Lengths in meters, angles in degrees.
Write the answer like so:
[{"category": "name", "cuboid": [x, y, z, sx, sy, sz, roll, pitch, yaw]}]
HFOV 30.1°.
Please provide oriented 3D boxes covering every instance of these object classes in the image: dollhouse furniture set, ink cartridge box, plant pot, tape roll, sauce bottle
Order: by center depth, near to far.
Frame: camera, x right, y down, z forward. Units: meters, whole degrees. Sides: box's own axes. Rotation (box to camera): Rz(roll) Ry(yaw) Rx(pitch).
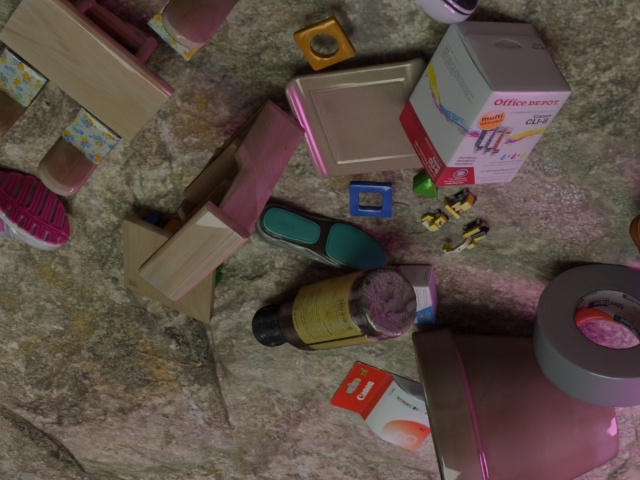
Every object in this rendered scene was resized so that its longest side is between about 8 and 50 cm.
[{"category": "ink cartridge box", "cuboid": [0.207, -0.175, 1.516, 0.128, 0.127, 0.176, -4, 143, -28]}, {"category": "dollhouse furniture set", "cuboid": [-0.250, -0.156, 1.544, 0.394, 0.256, 0.362, 39, 131, -13]}, {"category": "tape roll", "cuboid": [0.423, 0.137, 1.745, 0.219, 0.219, 0.072, 7, 136, 7]}, {"category": "sauce bottle", "cuboid": [0.007, 0.115, 1.849, 0.111, 0.111, 0.344, 39, 151, -24]}, {"category": "ink cartridge box", "cuboid": [0.120, 0.086, 1.887, 0.122, 0.052, 0.088, 1, 135, 15]}, {"category": "plant pot", "cuboid": [0.311, 0.276, 1.889, 0.280, 0.323, 0.323, -13, 133, 2]}, {"category": "ink cartridge box", "cuboid": [0.120, 0.297, 2.111, 0.179, 0.045, 0.145, 19, 136, -10]}]

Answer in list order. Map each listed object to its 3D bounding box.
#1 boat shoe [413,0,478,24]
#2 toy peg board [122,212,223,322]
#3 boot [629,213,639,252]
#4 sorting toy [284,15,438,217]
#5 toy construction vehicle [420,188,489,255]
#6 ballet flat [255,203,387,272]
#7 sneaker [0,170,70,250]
[{"category": "boat shoe", "cuboid": [0.120, -0.393, 1.345, 0.119, 0.121, 0.335, -12, 129, 30]}, {"category": "toy peg board", "cuboid": [-0.228, 0.028, 1.911, 0.160, 0.079, 0.161, 23, 137, 13]}, {"category": "boot", "cuboid": [0.532, 0.064, 1.580, 0.283, 0.109, 0.220, 43, 175, -4]}, {"category": "sorting toy", "cuboid": [0.068, -0.173, 1.642, 0.196, 0.047, 0.348, -8, 133, 16]}, {"category": "toy construction vehicle", "cuboid": [0.203, -0.023, 1.768, 0.098, 0.035, 0.086, -27, 123, 34]}, {"category": "ballet flat", "cuboid": [0.000, 0.000, 1.832, 0.213, 0.072, 0.068, 21, 163, -7]}, {"category": "sneaker", "cuboid": [-0.515, -0.055, 1.875, 0.252, 0.103, 0.111, 31, 138, -8]}]
